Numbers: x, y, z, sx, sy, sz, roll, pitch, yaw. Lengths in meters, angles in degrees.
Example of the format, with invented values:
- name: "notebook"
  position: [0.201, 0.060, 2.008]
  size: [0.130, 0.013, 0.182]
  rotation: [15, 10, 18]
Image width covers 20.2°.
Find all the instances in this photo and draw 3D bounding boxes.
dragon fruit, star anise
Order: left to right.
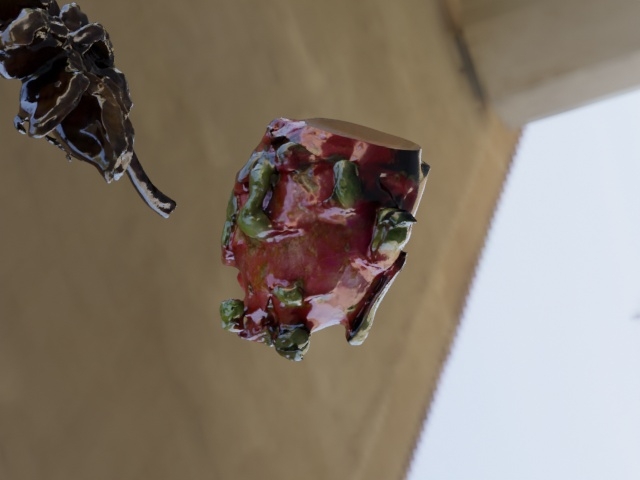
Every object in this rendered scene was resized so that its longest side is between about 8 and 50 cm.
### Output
- name: "star anise"
  position: [-0.159, -0.104, 1.109]
  size: [0.177, 0.073, 0.234]
  rotation: [58, 179, 10]
- name: "dragon fruit"
  position: [0.000, 0.000, 1.345]
  size: [0.160, 0.166, 0.172]
  rotation: [6, -76, -30]
